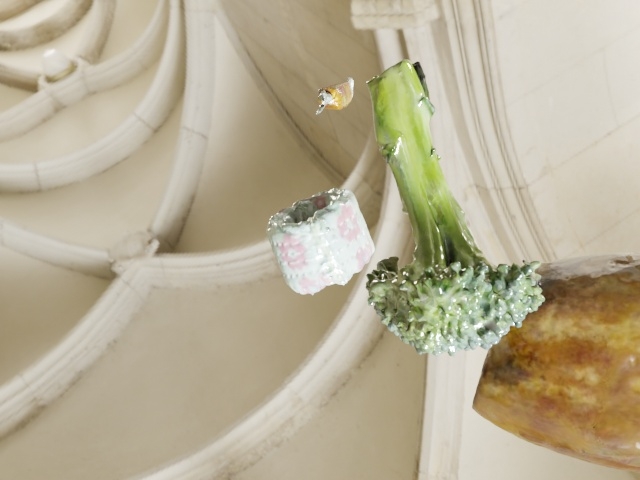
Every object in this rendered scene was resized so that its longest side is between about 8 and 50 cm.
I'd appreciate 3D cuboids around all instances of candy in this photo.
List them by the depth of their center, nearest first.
[{"bbox_3d":[0.026,-0.275,1.315,0.046,0.053,0.182,-4,-163,23],"label":"candy"}]

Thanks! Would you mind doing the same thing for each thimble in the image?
[{"bbox_3d":[0.000,0.000,1.305,0.185,0.149,0.211,-22,-166,0],"label":"thimble"}]

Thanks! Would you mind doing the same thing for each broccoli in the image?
[{"bbox_3d":[0.072,-0.020,0.470,0.118,0.122,0.204,-17,-92,7],"label":"broccoli"}]

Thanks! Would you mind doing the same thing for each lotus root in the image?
[{"bbox_3d":[0.273,0.099,0.554,0.291,0.193,0.193,8,-131,9],"label":"lotus root"}]
